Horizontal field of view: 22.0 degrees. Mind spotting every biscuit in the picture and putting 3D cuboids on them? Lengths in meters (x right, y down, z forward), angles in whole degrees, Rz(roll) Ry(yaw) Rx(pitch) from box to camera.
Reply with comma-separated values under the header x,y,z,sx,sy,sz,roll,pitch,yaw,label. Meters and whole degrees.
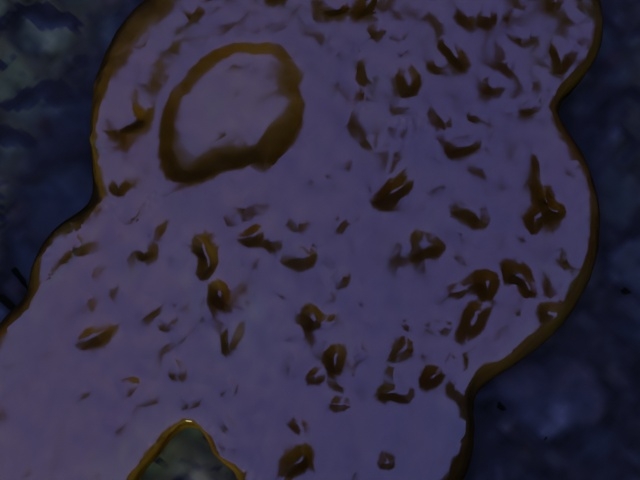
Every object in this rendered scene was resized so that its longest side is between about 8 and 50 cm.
x,y,z,sx,sy,sz,roll,pitch,yaw,label
-0.003,-0.002,0.440,0.144,0.040,0.236,26,81,-1,biscuit
